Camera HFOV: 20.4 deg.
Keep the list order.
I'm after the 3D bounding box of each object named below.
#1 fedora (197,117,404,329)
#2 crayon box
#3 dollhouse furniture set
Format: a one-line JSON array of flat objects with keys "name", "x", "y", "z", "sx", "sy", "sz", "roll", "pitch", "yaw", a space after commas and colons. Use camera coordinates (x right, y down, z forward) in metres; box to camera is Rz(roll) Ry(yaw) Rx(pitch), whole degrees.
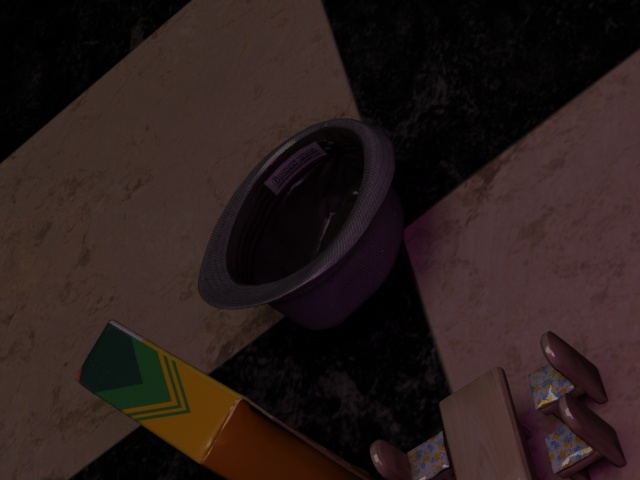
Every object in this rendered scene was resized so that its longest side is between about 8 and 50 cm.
[{"name": "fedora", "x": 0.000, "y": 0.000, "z": 1.950, "sx": 0.244, "sy": 0.124, "sz": 0.275, "roll": -16, "pitch": 42, "yaw": 36}, {"name": "crayon box", "x": -0.092, "y": 0.198, "z": 1.825, "sx": 0.318, "sy": 0.202, "sz": 0.081, "roll": 22, "pitch": 79, "yaw": 53}, {"name": "dollhouse furniture set", "x": 0.144, "y": 0.213, "z": 1.596, "sx": 0.212, "sy": 0.161, "sz": 0.242, "roll": -35, "pitch": 41, "yaw": 23}]
